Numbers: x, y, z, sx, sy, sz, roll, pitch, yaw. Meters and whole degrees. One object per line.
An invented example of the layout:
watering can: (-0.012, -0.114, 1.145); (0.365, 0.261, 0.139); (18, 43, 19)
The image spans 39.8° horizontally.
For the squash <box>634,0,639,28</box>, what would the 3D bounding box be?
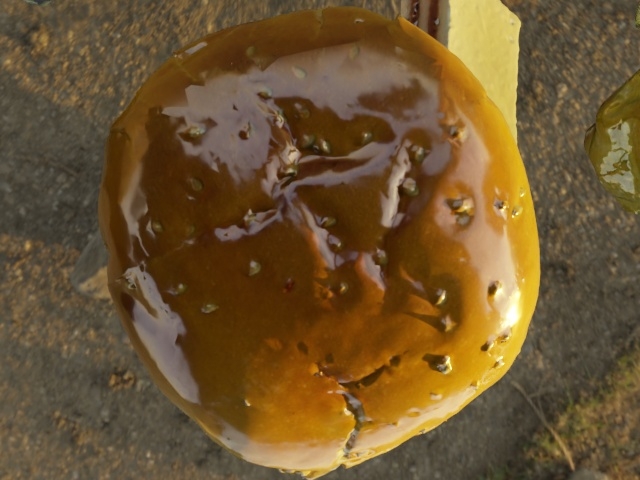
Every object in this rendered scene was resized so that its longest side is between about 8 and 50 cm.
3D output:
squash: (0.511, -0.269, 1.098); (0.224, 0.094, 0.094); (25, 118, 7)

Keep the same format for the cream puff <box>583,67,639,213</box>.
cream puff: (0.407, -0.116, 0.878); (0.282, 0.281, 0.185); (-49, 69, 23)

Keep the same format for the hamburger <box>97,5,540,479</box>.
hamburger: (0.000, 0.000, 0.612); (0.289, 0.170, 0.314); (-20, 89, -2)

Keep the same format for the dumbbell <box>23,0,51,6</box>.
dumbbell: (-0.408, -0.466, 1.349); (0.144, 0.324, 0.160); (46, 67, -24)

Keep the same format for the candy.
candy: (0.222, -0.257, 1.447); (0.179, 0.321, 0.135); (19, 156, -32)
